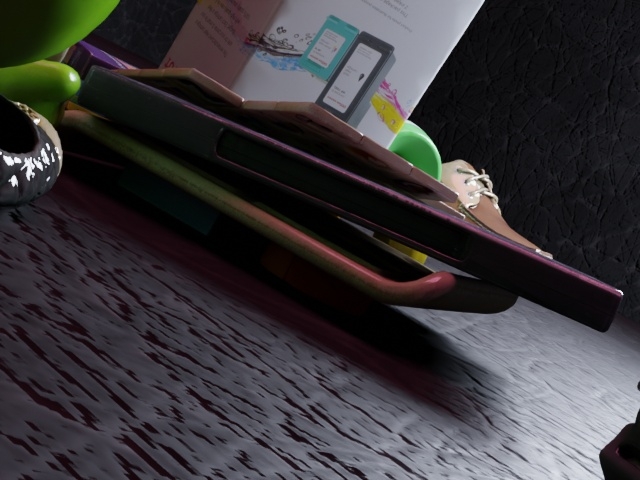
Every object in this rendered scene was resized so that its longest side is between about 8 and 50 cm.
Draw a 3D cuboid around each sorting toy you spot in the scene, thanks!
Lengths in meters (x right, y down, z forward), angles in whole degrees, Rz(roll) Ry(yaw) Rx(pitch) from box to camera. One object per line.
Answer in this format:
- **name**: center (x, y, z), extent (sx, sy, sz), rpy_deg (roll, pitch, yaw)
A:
- **sorting toy**: center (0.000, 0.000, 0.726), extent (0.229, 0.041, 0.307), rpy_deg (25, 4, 19)

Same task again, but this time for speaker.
- **speaker**: center (0.031, -0.117, 1.519), extent (0.131, 0.131, 0.296), rpy_deg (25, 6, -30)

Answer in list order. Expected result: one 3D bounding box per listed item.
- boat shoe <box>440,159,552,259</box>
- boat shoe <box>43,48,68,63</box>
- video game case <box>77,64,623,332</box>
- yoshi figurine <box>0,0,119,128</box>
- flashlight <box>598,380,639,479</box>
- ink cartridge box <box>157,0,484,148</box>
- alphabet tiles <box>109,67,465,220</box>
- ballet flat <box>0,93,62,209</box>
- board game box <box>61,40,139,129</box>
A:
- **boat shoe**: center (0.168, -0.049, 1.586), extent (0.324, 0.116, 0.123), rpy_deg (31, 6, 34)
- **boat shoe**: center (-0.241, -0.179, 0.798), extent (0.103, 0.113, 0.302), rpy_deg (31, 4, -32)
- **video game case**: center (0.023, -0.023, 0.667), extent (0.274, 0.026, 0.196), rpy_deg (23, 4, 7)
- **yoshi figurine**: center (-0.133, -0.152, 0.516), extent (0.203, 0.203, 0.362), rpy_deg (56, 19, -17)
- **flashlight**: center (0.224, 0.112, 0.380), extent (0.103, 0.103, 0.304), rpy_deg (24, 7, -27)
- **ink cartridge box**: center (-0.010, -0.210, 1.279), extent (0.197, 0.270, 0.198), rpy_deg (26, 14, -31)
- **alphabet tiles**: center (-0.022, -0.063, 0.800), extent (0.198, 0.009, 0.237), rpy_deg (29, -9, -30)
- **ballet flat**: center (-0.123, -0.041, 0.398), extent (0.057, 0.049, 0.173), rpy_deg (29, 5, 9)
- **board game box**: center (-0.139, -0.107, 0.973), extent (0.141, 0.048, 0.170), rpy_deg (27, 5, -23)
